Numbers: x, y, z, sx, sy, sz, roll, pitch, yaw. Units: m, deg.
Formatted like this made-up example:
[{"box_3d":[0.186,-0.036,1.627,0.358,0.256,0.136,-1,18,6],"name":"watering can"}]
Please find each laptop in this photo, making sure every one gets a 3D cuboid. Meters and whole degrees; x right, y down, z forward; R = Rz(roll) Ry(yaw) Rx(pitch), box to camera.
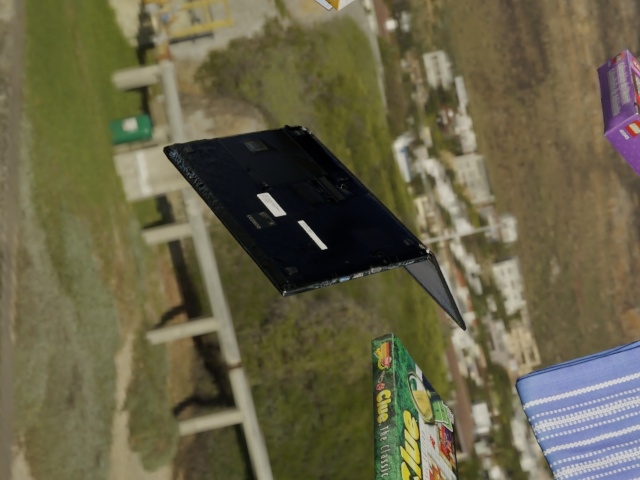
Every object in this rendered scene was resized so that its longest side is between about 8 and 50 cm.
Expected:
[{"box_3d":[0.000,0.000,1.069,0.234,0.264,0.136,47,-44,37],"name":"laptop"}]

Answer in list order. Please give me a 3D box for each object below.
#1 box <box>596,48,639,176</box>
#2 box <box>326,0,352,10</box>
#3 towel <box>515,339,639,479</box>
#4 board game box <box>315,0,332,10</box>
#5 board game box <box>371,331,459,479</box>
[{"box_3d":[0.505,-0.113,1.495,0.293,0.057,0.201,44,31,-19],"name":"box"},{"box_3d":[0.039,-0.242,0.829,0.028,0.081,0.136,43,-25,21],"name":"box"},{"box_3d":[0.424,0.285,1.379,0.040,0.243,0.336,84,-11,-50],"name":"towel"},{"box_3d":[0.053,-0.416,1.305,0.145,0.281,0.027,28,40,-34],"name":"board game box"},{"box_3d":[0.089,0.217,0.951,0.136,0.030,0.260,51,24,-31],"name":"board game box"}]
